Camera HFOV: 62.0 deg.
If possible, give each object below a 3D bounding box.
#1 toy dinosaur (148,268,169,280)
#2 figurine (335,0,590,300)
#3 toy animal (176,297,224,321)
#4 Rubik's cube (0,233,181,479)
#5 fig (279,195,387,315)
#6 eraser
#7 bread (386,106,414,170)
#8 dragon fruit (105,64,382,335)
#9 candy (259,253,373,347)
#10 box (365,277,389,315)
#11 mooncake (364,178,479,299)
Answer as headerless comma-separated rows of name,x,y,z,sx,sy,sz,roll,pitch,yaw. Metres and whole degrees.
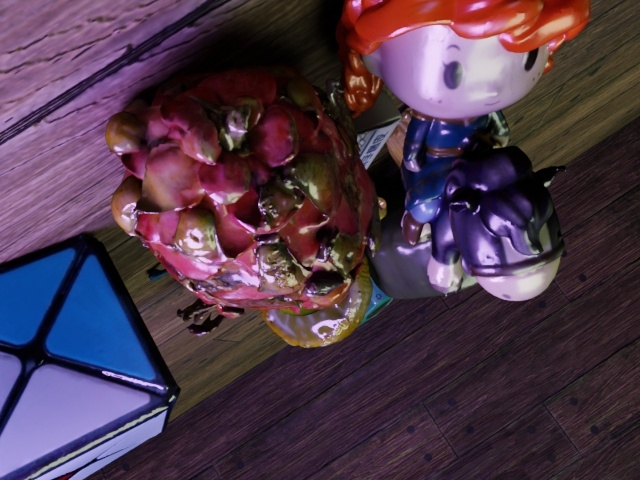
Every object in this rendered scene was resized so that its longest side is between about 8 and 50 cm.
toy dinosaur,-0.145,0.006,0.828,0.329,0.076,0.144,-5,-144,44
figurine,0.143,-0.128,0.550,0.241,0.411,0.306,-7,-165,8
toy animal,-0.209,0.106,1.064,0.099,0.056,0.241,-26,-172,12
Rubik's cube,-0.354,0.182,0.687,0.248,0.246,0.250,-26,164,-31
fig,0.000,0.000,0.948,0.275,0.206,0.206,-40,165,18
eraser,0.027,-0.135,0.830,0.124,0.068,0.210,-25,165,-27
bread,0.222,-0.177,0.990,0.179,0.133,0.250,-38,167,4
dragon fruit,-0.083,-0.049,0.546,0.269,0.250,0.291,-14,159,27
candy,-0.016,0.093,1.113,0.260,0.260,0.118,-38,163,19
box,0.119,0.141,1.676,0.118,0.205,0.311,-24,163,-22
mooncake,0.247,-0.033,1.162,0.356,0.194,0.356,-28,-163,9
